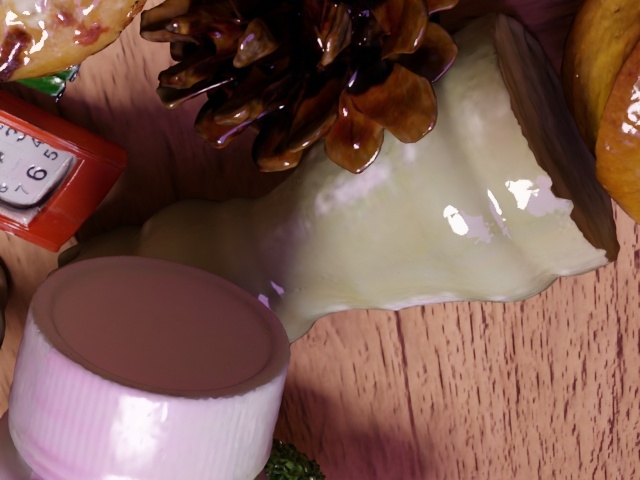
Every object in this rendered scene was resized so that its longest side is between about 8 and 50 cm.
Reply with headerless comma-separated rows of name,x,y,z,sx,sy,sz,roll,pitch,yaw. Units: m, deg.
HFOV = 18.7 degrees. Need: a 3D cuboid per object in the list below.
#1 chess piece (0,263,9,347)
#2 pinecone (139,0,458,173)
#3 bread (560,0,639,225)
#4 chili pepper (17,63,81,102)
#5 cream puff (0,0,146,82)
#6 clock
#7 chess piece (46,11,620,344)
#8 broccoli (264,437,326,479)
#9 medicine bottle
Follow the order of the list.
chess piece,-0.322,0.127,1.588,0.142,0.261,0.143,-6,134,-6
pinecone,-0.024,-0.156,1.403,0.229,0.202,0.201,-9,151,26
bread,0.336,-0.138,1.520,0.312,0.172,0.312,-16,137,-16
chili pepper,-0.286,-0.171,1.433,0.227,0.059,0.088,19,154,-22
cream puff,-0.221,-0.222,1.315,0.240,0.164,0.240,-15,134,-16
clock,-0.249,-0.068,1.548,0.155,0.061,0.113,24,126,-29
chess piece,0.000,0.000,1.578,0.442,0.234,0.234,-24,137,18
broccoli,-0.139,0.314,1.814,0.413,0.321,0.310,3,106,-16
medicine bottle,-0.159,0.222,1.489,0.219,0.219,0.388,4,120,-18
